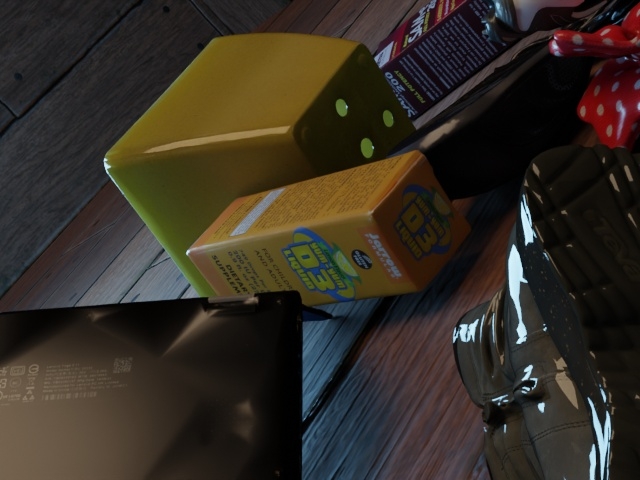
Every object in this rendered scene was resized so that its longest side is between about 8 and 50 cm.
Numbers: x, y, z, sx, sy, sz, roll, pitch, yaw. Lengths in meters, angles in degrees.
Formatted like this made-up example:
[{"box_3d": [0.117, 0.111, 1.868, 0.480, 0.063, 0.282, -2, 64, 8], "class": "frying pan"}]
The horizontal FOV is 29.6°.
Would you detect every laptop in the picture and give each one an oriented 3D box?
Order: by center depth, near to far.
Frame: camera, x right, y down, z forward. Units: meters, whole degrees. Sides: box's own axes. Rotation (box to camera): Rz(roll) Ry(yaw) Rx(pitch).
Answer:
[{"box_3d": [-0.188, 0.159, 0.812, 0.382, 0.236, 0.407, -5, 50, 5], "class": "laptop"}]

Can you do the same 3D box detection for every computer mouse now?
[{"box_3d": [0.164, -0.104, 0.963, 0.272, 0.072, 0.188, -38, 8, -32], "class": "computer mouse"}]

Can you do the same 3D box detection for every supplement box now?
[{"box_3d": [0.000, 0.000, 0.937, 0.233, 0.078, 0.080, -14, 28, 48], "class": "supplement box"}, {"box_3d": [0.167, -0.242, 1.313, 0.239, 0.073, 0.130, -37, 16, 25], "class": "supplement box"}]

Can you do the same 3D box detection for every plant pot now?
[{"box_3d": [-0.026, -0.069, 1.113, 0.187, 0.212, 0.212, -10, 34, 41], "class": "plant pot"}]

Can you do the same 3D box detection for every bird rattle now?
[{"box_3d": [0.276, -0.172, 0.829, 0.253, 0.143, 0.207, -50, -2, 31], "class": "bird rattle"}]

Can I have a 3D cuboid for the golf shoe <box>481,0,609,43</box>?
[{"box_3d": [0.201, -0.202, 0.912, 0.094, 0.077, 0.198, -5, 26, 43], "class": "golf shoe"}]

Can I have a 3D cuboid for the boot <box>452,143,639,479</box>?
[{"box_3d": [0.115, 0.098, 0.467, 0.161, 0.084, 0.246, 100, 164, -55], "class": "boot"}]
